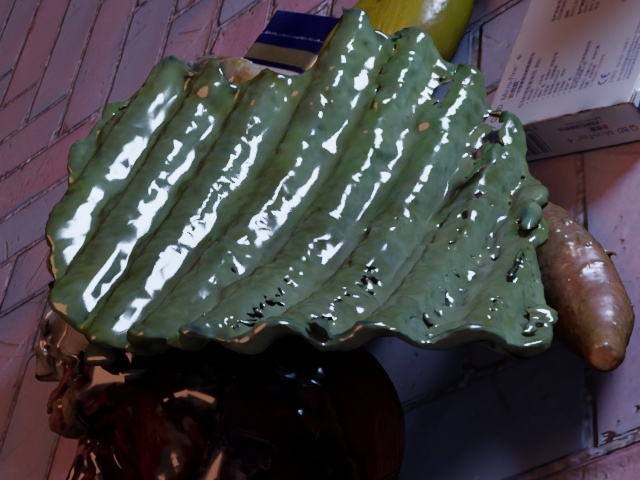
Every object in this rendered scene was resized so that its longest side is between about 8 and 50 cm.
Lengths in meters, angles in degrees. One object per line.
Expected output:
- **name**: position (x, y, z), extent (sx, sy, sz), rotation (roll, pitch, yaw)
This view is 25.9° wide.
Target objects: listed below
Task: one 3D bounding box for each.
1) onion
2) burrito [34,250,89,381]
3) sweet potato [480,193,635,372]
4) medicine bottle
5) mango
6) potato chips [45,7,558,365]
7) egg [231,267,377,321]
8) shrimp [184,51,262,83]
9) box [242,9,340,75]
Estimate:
- **onion**: position (-0.057, 0.188, 1.001), extent (0.221, 0.281, 0.281), rotation (123, 171, -62)
- **burrito**: position (-0.195, 0.052, 1.433), extent (0.347, 0.107, 0.175), rotation (-25, 68, 48)
- **sweet potato**: position (0.177, 0.012, 1.032), extent (0.072, 0.066, 0.314), rotation (-34, 29, 10)
- **medicine bottle**: position (0.230, -0.167, 1.170), extent (0.171, 0.052, 0.201), rotation (-10, 49, 48)
- **mango**: position (0.081, -0.206, 1.376), extent (0.237, 0.091, 0.137), rotation (-53, 38, -4)
- **potato chips**: position (-0.019, -0.029, 0.997), extent (0.373, 0.097, 0.389), rotation (-6, 37, 1)
- **egg**: position (0.000, 0.000, 1.163), extent (0.176, 0.176, 0.232), rotation (-29, 31, 33)
- **shrimp**: position (-0.125, -0.143, 1.488), extent (0.223, 0.047, 0.126), rotation (26, 89, 58)
- **box**: position (-0.060, -0.127, 1.495), extent (0.259, 0.071, 0.168), rotation (-54, 30, -7)
